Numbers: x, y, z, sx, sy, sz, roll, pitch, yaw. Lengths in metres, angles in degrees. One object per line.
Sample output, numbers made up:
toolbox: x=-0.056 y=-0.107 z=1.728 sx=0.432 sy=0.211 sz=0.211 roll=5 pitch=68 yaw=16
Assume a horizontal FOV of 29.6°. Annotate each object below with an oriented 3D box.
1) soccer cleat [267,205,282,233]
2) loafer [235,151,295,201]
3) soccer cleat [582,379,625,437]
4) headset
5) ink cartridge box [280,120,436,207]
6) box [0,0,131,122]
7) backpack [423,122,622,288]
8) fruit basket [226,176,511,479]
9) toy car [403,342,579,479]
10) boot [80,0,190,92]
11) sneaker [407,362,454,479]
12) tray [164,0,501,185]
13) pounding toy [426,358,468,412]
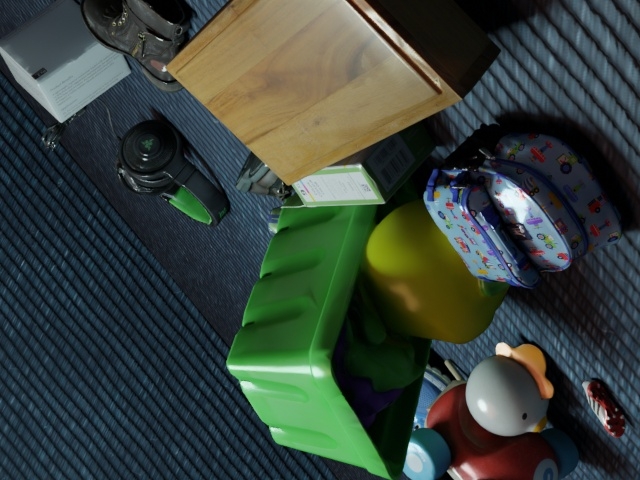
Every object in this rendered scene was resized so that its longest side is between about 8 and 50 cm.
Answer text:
soccer cleat: x=0.000 y=-0.001 z=1.796 sx=0.121 sy=0.093 sz=0.289 roll=5 pitch=167 yaw=14
loafer: x=-0.050 y=-0.102 z=1.644 sx=0.084 sy=0.096 sz=0.267 roll=27 pitch=171 yaw=-9
soccer cleat: x=0.357 y=0.210 z=1.525 sx=0.083 sy=0.029 sz=0.035 roll=57 pitch=173 yaw=-11
headset: x=-0.372 y=-0.148 z=2.502 sx=0.394 sy=0.185 sz=0.243 roll=40 pitch=166 yaw=-5
ink cartridge box: x=0.029 y=-0.098 z=1.483 sx=0.209 sy=0.109 sz=0.062 roll=-1 pitch=130 yaw=53
box: x=-0.507 y=-0.360 z=2.388 sx=0.182 sy=0.181 sz=0.119 roll=41 pitch=162 yaw=34
backpack: x=0.207 y=-0.031 z=1.208 sx=0.158 sy=0.117 sz=0.173 roll=55 pitch=162 yaw=-21
fruit basket: x=0.104 y=0.071 z=1.468 sx=0.392 sy=0.392 sz=0.283 roll=34 pitch=158 yaw=47
toy car: x=0.262 y=0.245 z=1.660 sx=0.210 sy=0.219 sz=0.238 roll=44 pitch=136 yaw=23
boot: x=-0.296 y=-0.374 z=1.953 sx=0.263 sy=0.091 sz=0.229 roll=40 pitch=160 yaw=15
sneaker: x=0.184 y=0.324 z=2.009 sx=0.330 sy=0.147 sz=0.130 roll=44 pitch=151 yaw=3
tray: x=-0.010 y=-0.183 z=1.237 sx=0.203 sy=0.076 sz=0.411 roll=43 pitch=157 yaw=-12
pounding toy: x=0.242 y=0.267 z=1.904 sx=0.130 sy=0.100 sz=0.141 roll=54 pitch=154 yaw=-14
